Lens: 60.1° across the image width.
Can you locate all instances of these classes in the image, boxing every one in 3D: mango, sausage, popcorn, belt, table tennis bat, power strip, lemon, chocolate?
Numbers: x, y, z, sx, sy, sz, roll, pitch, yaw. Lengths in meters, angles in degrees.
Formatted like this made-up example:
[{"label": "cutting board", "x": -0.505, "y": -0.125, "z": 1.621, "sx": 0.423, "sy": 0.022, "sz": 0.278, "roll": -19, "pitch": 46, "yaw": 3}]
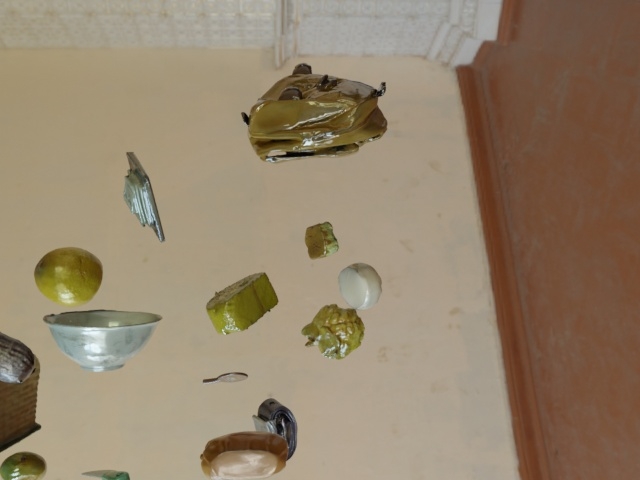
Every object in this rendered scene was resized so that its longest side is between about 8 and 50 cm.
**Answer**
[{"label": "mango", "x": -0.931, "y": 0.722, "z": 1.748, "sx": 0.191, "sy": 0.122, "sz": 0.085, "roll": 95, "pitch": 151, "yaw": -56}, {"label": "sausage", "x": -0.208, "y": 0.588, "z": 1.513, "sx": 0.136, "sy": 0.241, "sz": 0.120, "roll": -166, "pitch": 75, "yaw": -81}, {"label": "popcorn", "x": 0.054, "y": 0.389, "z": 2.309, "sx": 0.192, "sy": 0.266, "sz": 0.233, "roll": -94, "pitch": -10, "yaw": -60}, {"label": "belt", "x": -0.163, "y": 0.727, "z": 2.112, "sx": 0.126, "sy": 0.139, "sz": 0.230, "roll": 13, "pitch": 115, "yaw": 54}, {"label": "table tennis bat", "x": -0.353, "y": 0.462, "z": 2.049, "sx": 0.107, "sy": 0.170, "sz": 0.119, "roll": 67, "pitch": -166, "yaw": -60}, {"label": "power strip", "x": -0.495, "y": -0.112, "z": 1.502, "sx": 0.198, "sy": 0.064, "sz": 0.213, "roll": 41, "pitch": 143, "yaw": 47}, {"label": "lemon", "x": -1.002, "y": 0.136, "z": 2.180, "sx": 0.219, "sy": 0.240, "sz": 0.240, "roll": 29, "pitch": -134, "yaw": -46}, {"label": "chocolate", "x": -0.773, "y": 0.244, "z": 1.274, "sx": 0.110, "sy": 0.248, "sz": 0.110, "roll": -48, "pitch": 19, "yaw": 22}]

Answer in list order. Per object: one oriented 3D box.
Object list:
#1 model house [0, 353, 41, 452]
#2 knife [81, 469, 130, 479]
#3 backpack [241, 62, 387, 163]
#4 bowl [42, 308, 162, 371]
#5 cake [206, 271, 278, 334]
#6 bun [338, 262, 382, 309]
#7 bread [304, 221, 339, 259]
[{"label": "model house", "x": -0.937, "y": 0.474, "z": 1.393, "sx": 0.382, "sy": 0.334, "sz": 0.342, "roll": -17, "pitch": -67, "yaw": -77}, {"label": "knife", "x": -0.630, "y": 0.690, "z": 1.631, "sx": 0.260, "sy": 0.063, "sz": 0.034, "roll": -14, "pitch": 89, "yaw": 46}, {"label": "backpack", "x": -0.008, "y": -0.342, "z": 1.487, "sx": 0.353, "sy": 0.378, "sz": 0.201, "roll": -80, "pitch": -18, "yaw": -58}, {"label": "bowl", "x": -0.605, "y": 0.282, "z": 1.545, "sx": 0.313, "sy": 0.313, "sz": 0.146, "roll": -169, "pitch": 83, "yaw": -84}, {"label": "cake", "x": -0.285, "y": 0.228, "z": 1.968, "sx": 0.179, "sy": 0.260, "sz": 0.156, "roll": -19, "pitch": 101, "yaw": 45}, {"label": "bun", "x": 0.156, "y": 0.160, "z": 1.986, "sx": 0.173, "sy": 0.120, "sz": 0.173, "roll": 24, "pitch": 121, "yaw": 49}, {"label": "bread", "x": 0.000, "y": 0.000, "z": 2.013, "sx": 0.140, "sy": 0.069, "sz": 0.128, "roll": -28, "pitch": 78, "yaw": 59}]
